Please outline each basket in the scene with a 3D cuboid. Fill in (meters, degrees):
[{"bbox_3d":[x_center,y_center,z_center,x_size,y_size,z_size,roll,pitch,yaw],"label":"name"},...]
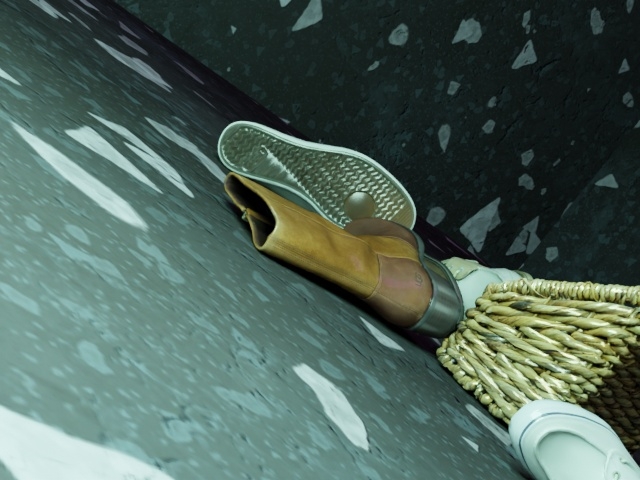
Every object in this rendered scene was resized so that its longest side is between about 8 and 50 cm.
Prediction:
[{"bbox_3d":[0.304,0.124,1.224,0.213,0.223,0.299,44,10,37],"label":"basket"}]

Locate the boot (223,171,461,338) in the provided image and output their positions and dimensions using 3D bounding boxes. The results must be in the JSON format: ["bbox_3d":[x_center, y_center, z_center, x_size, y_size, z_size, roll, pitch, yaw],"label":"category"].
[{"bbox_3d":[0.000,0.000,1.192,0.280,0.096,0.264,25,20,-29],"label":"boot"}]

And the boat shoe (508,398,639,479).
[{"bbox_3d":[0.269,0.229,0.944,0.226,0.083,0.076,37,10,-24],"label":"boat shoe"}]

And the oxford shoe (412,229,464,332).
[{"bbox_3d":[0.113,0.049,1.414,0.096,0.083,0.227,-3,38,-38],"label":"oxford shoe"}]

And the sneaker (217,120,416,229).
[{"bbox_3d":[0.002,-0.088,1.427,0.290,0.106,0.123,27,2,3],"label":"sneaker"}]

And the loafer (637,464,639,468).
[{"bbox_3d":[0.452,0.317,1.296,0.220,0.078,0.080,30,11,-47],"label":"loafer"}]

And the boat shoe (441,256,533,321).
[{"bbox_3d":[0.216,0.084,1.478,0.103,0.113,0.302,17,-6,-9],"label":"boat shoe"}]
